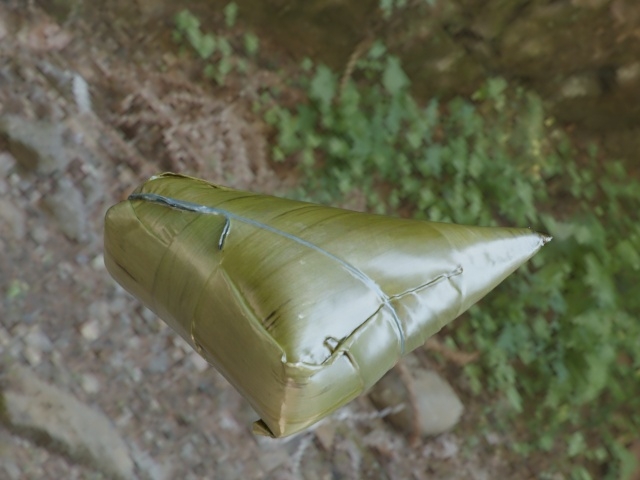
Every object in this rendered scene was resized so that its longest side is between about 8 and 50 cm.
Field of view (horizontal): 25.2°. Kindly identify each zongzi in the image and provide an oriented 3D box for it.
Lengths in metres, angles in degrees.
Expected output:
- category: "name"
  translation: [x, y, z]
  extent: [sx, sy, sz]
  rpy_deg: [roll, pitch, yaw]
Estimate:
- category: "zongzi"
  translation: [0.000, 0.000, 1.001]
  extent: [0.256, 0.115, 0.228]
  rpy_deg: [-33, 52, -25]
